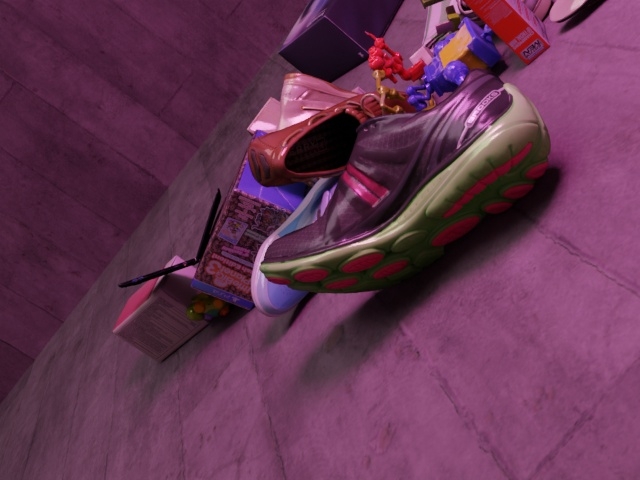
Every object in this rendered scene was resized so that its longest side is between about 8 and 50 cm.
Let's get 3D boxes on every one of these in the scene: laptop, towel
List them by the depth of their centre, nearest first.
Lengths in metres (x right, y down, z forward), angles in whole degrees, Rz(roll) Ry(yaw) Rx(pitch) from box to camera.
[{"bbox_3d":[0.345,-0.552,1.787,0.325,0.038,0.247,-39,23,36],"label":"towel"},{"bbox_3d":[-0.325,-0.002,1.833,0.264,0.136,0.234,-19,0,-6],"label":"laptop"}]

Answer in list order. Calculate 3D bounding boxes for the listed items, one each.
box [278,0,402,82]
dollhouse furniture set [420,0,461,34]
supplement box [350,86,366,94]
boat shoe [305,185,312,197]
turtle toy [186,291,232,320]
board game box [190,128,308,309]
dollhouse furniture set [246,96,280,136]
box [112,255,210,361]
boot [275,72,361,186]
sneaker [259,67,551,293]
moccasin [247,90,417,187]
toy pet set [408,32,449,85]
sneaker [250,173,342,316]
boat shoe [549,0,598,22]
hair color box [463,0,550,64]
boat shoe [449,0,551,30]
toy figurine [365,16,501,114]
[{"bbox_3d":[0.067,-0.635,2.363,0.296,0.183,0.294,-18,41,60],"label":"box"},{"bbox_3d":[0.238,-0.419,1.615,0.059,0.151,0.076,-19,49,6],"label":"dollhouse furniture set"},{"bbox_3d":[0.069,-0.321,2.028,0.062,0.036,0.098,-19,38,57],"label":"supplement box"},{"bbox_3d":[0.018,-0.195,1.831,0.319,0.099,0.116,-43,24,30],"label":"boat shoe"},{"bbox_3d":[-0.251,0.145,1.896,0.130,0.066,0.095,-17,29,17],"label":"turtle toy"},{"bbox_3d":[-0.142,-0.044,1.762,0.232,0.141,0.291,-79,14,-51],"label":"board game box"},{"bbox_3d":[-0.057,-0.224,2.011,0.212,0.161,0.242,-54,-17,-4],"label":"dollhouse furniture set"},{"bbox_3d":[-0.376,0.171,2.038,0.232,0.149,0.126,-38,23,35],"label":"box"},{"bbox_3d":[0.026,-0.199,1.657,0.095,0.262,0.203,0,74,67],"label":"boot"},{"bbox_3d":[0.107,-0.070,1.220,0.483,0.185,0.202,-33,56,26],"label":"sneaker"},{"bbox_3d":[0.051,-0.194,1.518,0.380,0.139,0.147,-17,15,-35],"label":"moccasin"},{"bbox_3d":[0.240,-0.365,1.707,0.122,0.065,0.114,-40,-12,26],"label":"toy pet set"},{"bbox_3d":[0.000,0.000,1.498,0.319,0.127,0.208,-59,18,-13],"label":"sneaker"},{"bbox_3d":[0.424,-0.390,1.318,0.133,0.042,0.048,-40,48,35],"label":"boat shoe"},{"bbox_3d":[0.304,-0.381,1.380,0.053,0.167,0.093,-41,23,31],"label":"hair color box"},{"bbox_3d":[0.312,-0.461,1.559,0.113,0.103,0.302,-63,22,4],"label":"boat shoe"},{"bbox_3d":[0.225,-0.322,1.457,0.217,0.191,0.362,-40,24,22],"label":"toy figurine"}]
